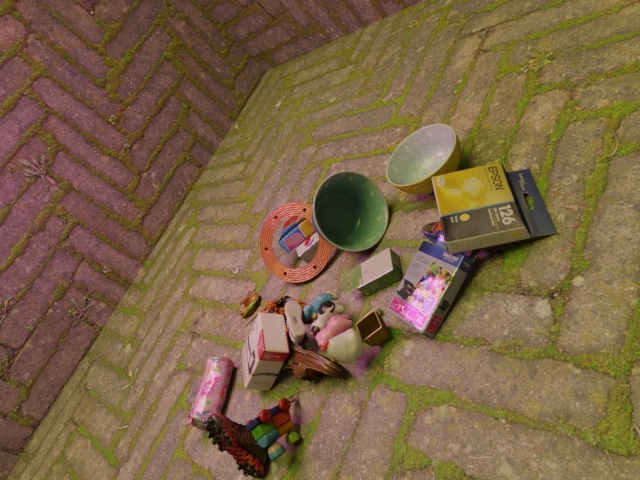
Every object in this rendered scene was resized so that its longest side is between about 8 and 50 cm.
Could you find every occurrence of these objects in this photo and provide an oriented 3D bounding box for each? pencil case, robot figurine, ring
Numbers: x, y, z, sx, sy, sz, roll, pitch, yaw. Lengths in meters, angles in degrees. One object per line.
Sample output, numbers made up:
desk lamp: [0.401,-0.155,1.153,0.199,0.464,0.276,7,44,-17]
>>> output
pencil case: [-0.429,0.596,1.966,0.124,0.124,0.284,-20,42,37]
robot figurine: [-0.146,0.305,1.958,0.291,0.085,0.211,0,58,49]
ring: [-0.102,0.007,2.081,0.337,0.032,0.336,-1,88,24]

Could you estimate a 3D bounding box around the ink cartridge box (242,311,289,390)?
ink cartridge box: [-0.203,0.403,1.812,0.172,0.100,0.237,-105,32,-47]

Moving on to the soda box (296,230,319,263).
soda box: [0.000,0.000,2.113,0.216,0.069,0.074,-40,33,12]

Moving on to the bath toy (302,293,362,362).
bath toy: [0.032,0.303,1.677,0.348,0.129,0.151,-132,41,-68]

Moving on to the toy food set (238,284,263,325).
toy food set: [-0.324,0.280,2.235,0.132,0.038,0.192,-45,33,7]

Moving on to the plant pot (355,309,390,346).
plant pot: [0.176,0.289,1.598,0.081,0.083,0.081,-40,35,14]

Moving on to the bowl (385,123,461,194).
bowl: [0.400,-0.266,1.832,0.290,0.156,0.289,-30,37,26]

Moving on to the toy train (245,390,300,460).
toy train: [-0.109,0.587,1.612,0.105,0.248,0.143,-46,70,35]

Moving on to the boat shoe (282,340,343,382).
boat shoe: [-0.031,0.429,1.693,0.307,0.111,0.104,-1,59,61]

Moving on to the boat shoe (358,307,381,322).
boat shoe: [0.164,0.261,1.693,0.100,0.035,0.035,-44,6,14]

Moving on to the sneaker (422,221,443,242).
sneaker: [0.424,-0.045,1.644,0.221,0.087,0.083,-3,54,48]

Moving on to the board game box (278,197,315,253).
board game box: [-0.039,-0.105,2.202,0.316,0.064,0.242,-39,16,17]

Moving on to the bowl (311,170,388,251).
bowl: [0.088,-0.100,1.943,0.311,0.312,0.163,-62,16,-18]

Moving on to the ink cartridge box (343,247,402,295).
ink cartridge box: [0.183,0.124,1.777,0.209,0.062,0.109,-32,37,26]

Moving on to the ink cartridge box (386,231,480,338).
ink cartridge box: [0.343,0.123,1.548,0.311,0.065,0.186,-60,34,-1]

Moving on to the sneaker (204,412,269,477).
sneaker: [-0.256,0.630,1.609,0.098,0.276,0.135,-16,28,42]

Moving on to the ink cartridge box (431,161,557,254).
ink cartridge box: [0.515,-0.114,1.532,0.307,0.072,0.303,-14,43,15]

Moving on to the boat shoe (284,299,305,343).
boat shoe: [-0.092,0.291,1.789,0.184,0.066,0.063,-117,35,-50]
